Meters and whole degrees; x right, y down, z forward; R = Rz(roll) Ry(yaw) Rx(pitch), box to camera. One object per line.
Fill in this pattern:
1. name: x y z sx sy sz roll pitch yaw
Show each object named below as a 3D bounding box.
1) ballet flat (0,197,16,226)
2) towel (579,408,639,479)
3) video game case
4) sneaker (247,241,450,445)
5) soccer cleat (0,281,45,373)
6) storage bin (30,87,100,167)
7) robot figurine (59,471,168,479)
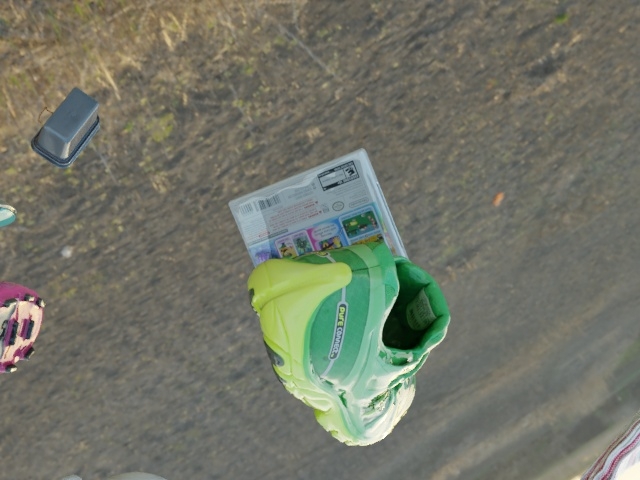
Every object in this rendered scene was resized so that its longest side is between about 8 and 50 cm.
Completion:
1. ballet flat: -0.585 -0.065 1.380 0.072 0.068 0.213 -24 177 1
2. towel: 0.310 0.142 0.684 0.197 0.029 0.144 -12 138 -42
3. video game case: 0.000 0.000 0.819 0.157 0.143 0.019 -20 -173 22
4. sneaker: 0.044 0.084 0.618 0.123 0.110 0.295 -20 156 8
5. soccer cleat: -0.431 0.100 0.878 0.331 0.143 0.116 -31 136 -78
6. storage bin: -0.475 -0.222 1.506 0.135 0.098 0.091 -61 -168 -28
7. robot figurine: -0.305 0.492 1.264 0.200 0.300 0.353 -46 170 -41
